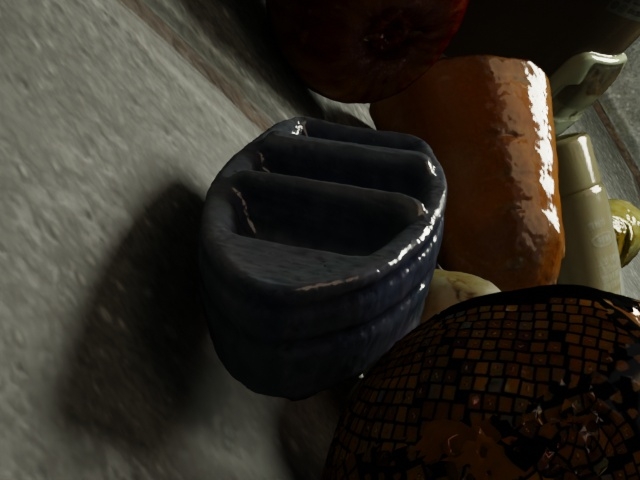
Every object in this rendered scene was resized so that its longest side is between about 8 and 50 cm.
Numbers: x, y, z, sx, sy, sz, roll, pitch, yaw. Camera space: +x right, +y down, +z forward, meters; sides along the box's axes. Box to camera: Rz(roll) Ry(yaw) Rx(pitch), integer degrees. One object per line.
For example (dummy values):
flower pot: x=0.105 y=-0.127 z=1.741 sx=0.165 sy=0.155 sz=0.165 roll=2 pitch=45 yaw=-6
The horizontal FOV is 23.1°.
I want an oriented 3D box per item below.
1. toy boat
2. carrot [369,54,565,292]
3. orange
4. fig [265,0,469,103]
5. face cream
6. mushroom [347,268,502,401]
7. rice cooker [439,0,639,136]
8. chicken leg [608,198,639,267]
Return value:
toy boat: x=0.000 y=0.000 z=0.850 sx=0.283 sy=0.127 sz=0.078 roll=-63 pitch=164 yaw=-68
carrot: x=0.141 y=-0.032 z=1.316 sx=0.159 sy=0.159 sz=0.225 roll=31 pitch=41 yaw=-58
orange: x=0.112 y=0.128 z=0.778 sx=0.234 sy=0.234 sz=0.182 roll=47 pitch=20 yaw=-34
fig: x=0.025 y=-0.222 z=1.257 sx=0.175 sy=0.175 sz=0.207 roll=42 pitch=21 yaw=-44
face cream: x=0.283 y=0.060 z=1.619 sx=0.137 sy=0.084 sz=0.341 roll=-38 pitch=112 yaw=-74
mushroom: x=0.077 y=0.085 z=0.951 sx=0.148 sy=0.112 sz=0.148 roll=39 pitch=-34 yaw=33
rice cooker: x=0.197 y=-0.291 z=1.587 sx=0.335 sy=0.325 sz=0.335 roll=30 pitch=32 yaw=-21
chicken leg: x=0.310 y=0.018 z=1.796 sx=0.088 sy=0.103 sz=0.228 roll=53 pitch=37 yaw=-1
